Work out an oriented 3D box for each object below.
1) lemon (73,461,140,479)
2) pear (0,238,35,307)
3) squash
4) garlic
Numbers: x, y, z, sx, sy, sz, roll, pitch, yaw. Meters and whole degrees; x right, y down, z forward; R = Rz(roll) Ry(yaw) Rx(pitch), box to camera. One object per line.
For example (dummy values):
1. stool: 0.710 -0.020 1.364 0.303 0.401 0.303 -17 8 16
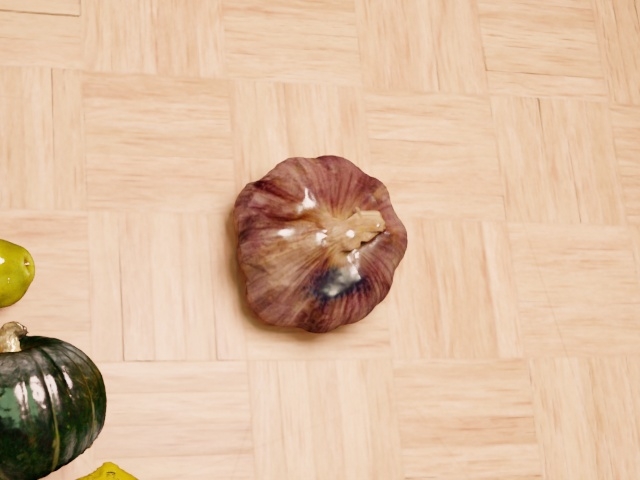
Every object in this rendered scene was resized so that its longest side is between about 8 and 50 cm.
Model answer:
1. lemon: -0.248 0.355 1.457 0.173 0.173 0.206 29 74 -7
2. pear: -0.396 0.042 1.568 0.097 0.092 0.092 -15 72 20
3. squash: -0.346 0.187 1.460 0.218 0.218 0.172 -29 91 -26
4. garlic: 0.000 0.000 1.676 0.245 0.160 0.244 3 79 -15
